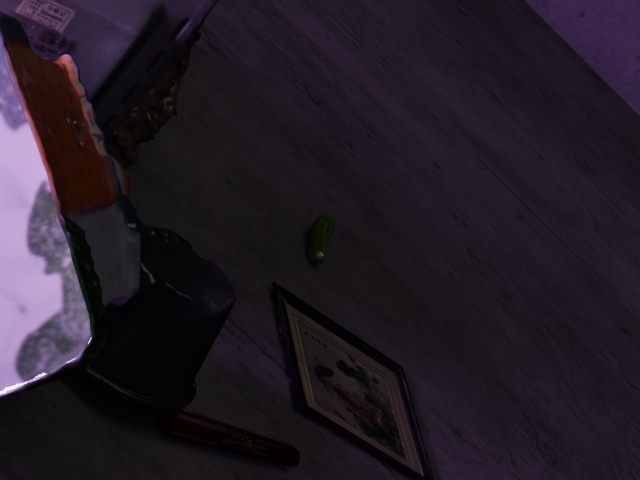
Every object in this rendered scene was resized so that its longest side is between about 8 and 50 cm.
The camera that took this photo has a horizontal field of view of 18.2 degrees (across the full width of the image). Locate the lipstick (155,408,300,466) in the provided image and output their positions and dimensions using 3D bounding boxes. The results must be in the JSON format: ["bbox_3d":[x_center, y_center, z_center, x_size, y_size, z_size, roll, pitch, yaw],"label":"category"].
[{"bbox_3d":[-0.077,0.174,1.757,0.176,0.027,0.027,23,32,-49],"label":"lipstick"}]

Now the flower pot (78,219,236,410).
[{"bbox_3d":[-0.146,0.055,1.690,0.157,0.107,0.157,34,17,-12],"label":"flower pot"}]

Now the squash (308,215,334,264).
[{"bbox_3d":[-0.001,-0.001,2.217,0.027,0.027,0.089,42,25,-13],"label":"squash"}]

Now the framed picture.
[{"bbox_3d":[0.032,0.147,2.035,0.195,0.010,0.199,35,24,-30],"label":"framed picture"}]

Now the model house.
[{"bbox_3d":[-0.245,-0.021,1.536,0.301,0.190,0.271,-15,85,-77],"label":"model house"}]

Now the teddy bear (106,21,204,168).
[{"bbox_3d":[-0.197,-0.218,2.018,0.256,0.156,0.267,-147,-137,-78],"label":"teddy bear"}]

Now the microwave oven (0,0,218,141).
[{"bbox_3d":[-0.352,-0.268,1.648,0.432,0.236,0.374,25,19,-43],"label":"microwave oven"}]
